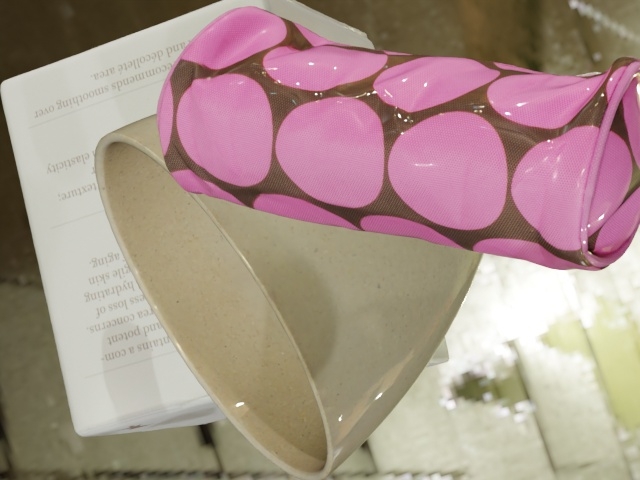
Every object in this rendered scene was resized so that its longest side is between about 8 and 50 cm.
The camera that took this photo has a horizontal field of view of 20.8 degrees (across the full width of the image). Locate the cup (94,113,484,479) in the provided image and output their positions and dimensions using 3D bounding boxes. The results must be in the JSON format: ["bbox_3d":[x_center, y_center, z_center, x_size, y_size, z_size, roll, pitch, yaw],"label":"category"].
[{"bbox_3d":[0.000,0.000,1.456,0.237,0.331,0.331,-32,101,-20],"label":"cup"}]

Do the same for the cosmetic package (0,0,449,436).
[{"bbox_3d":[-0.097,-0.018,1.899,0.327,0.329,0.394,9,66,-69],"label":"cosmetic package"}]

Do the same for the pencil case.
[{"bbox_3d":[0.038,-0.048,0.727,0.098,0.209,0.095,-66,151,-21],"label":"pencil case"}]
